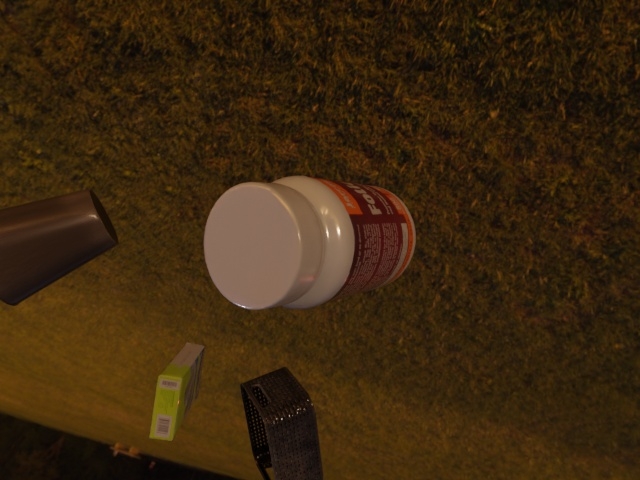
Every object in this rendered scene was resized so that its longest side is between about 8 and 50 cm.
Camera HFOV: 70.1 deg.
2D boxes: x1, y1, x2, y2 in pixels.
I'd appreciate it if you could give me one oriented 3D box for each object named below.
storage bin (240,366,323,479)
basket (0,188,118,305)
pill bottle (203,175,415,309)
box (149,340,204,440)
[{"bbox_3d":[-0.065,0.321,0.761,0.122,0.085,0.180,29,129,58],"label":"storage bin"},{"bbox_3d":[-0.541,-0.001,0.908,0.154,0.227,0.204,50,159,45],"label":"basket"},{"bbox_3d":[0.000,0.000,0.821,0.224,0.223,0.392,-5,180,32],"label":"pill bottle"},{"bbox_3d":[-0.245,0.255,0.801,0.043,0.108,0.178,10,-174,-2],"label":"box"}]
